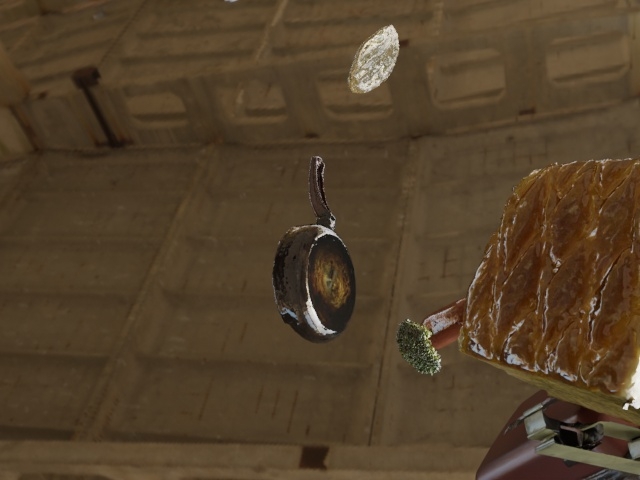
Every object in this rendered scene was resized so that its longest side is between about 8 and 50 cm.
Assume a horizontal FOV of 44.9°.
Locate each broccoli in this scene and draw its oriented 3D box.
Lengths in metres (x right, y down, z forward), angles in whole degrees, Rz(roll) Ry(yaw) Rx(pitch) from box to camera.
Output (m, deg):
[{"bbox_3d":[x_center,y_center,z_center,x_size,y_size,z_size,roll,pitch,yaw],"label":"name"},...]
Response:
[{"bbox_3d":[0.189,0.200,1.465,0.097,0.092,0.095,11,-89,34],"label":"broccoli"}]

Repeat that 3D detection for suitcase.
[{"bbox_3d":[0.382,0.294,1.115,0.161,0.297,0.236,44,-132,8],"label":"suitcase"}]

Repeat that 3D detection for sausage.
[{"bbox_3d":[0.268,0.169,1.584,0.077,0.077,0.194,-54,-171,-34],"label":"sausage"}]

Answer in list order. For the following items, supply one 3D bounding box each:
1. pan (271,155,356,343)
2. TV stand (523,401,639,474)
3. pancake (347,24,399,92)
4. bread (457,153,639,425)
[{"bbox_3d":[0.003,-0.001,0.753,0.040,0.115,0.212,-15,-129,26],"label":"pan"},{"bbox_3d":[0.320,0.210,0.775,0.249,0.036,0.042,16,-126,-15],"label":"TV stand"},{"bbox_3d":[0.097,-0.329,1.420,0.139,0.139,0.022,-39,-114,-22],"label":"pancake"},{"bbox_3d":[0.340,0.059,0.899,0.279,0.207,0.279,13,-101,64],"label":"bread"}]
